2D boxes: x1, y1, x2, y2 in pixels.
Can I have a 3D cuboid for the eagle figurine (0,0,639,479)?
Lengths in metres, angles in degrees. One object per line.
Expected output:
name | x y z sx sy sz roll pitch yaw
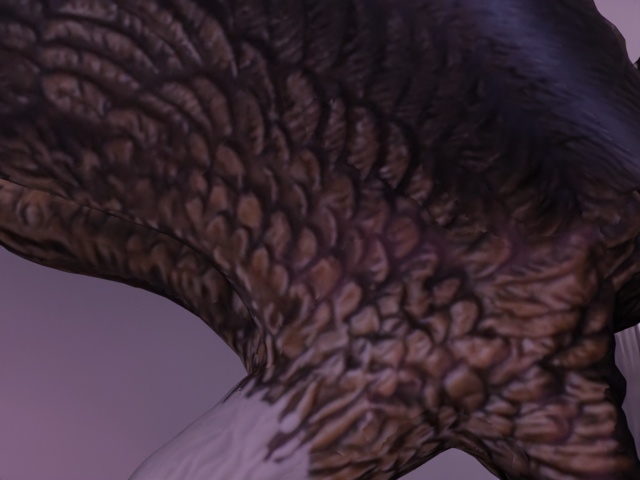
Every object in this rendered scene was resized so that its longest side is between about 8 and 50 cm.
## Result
eagle figurine | -0.006 0.005 0.394 0.298 0.226 0.225 47 31 4

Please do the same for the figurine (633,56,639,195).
figurine | 0.215 -0.109 0.550 0.209 0.092 0.215 -4 75 -8
